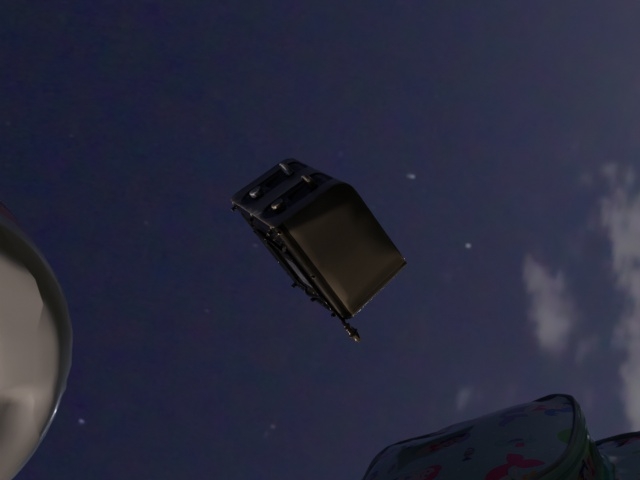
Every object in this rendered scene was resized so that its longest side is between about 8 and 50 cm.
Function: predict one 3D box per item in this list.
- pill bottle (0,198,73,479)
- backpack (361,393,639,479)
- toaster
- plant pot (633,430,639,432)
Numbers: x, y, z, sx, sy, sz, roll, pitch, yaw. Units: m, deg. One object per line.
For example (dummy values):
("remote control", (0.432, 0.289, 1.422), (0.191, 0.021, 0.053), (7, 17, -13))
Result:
("pill bottle", (-0.325, -0.009, 0.711), (0.224, 0.392, 0.224), (-18, -53, -26))
("backpack", (0.136, 0.213, 0.754), (0.225, 0.253, 0.191), (-38, -68, -66))
("toaster", (0.000, 0.000, 1.385), (0.110, 0.168, 0.186), (-40, -66, -8))
("plant pot", (0.399, 0.337, 1.322), (0.254, 0.276, 0.276), (-54, -29, -80))
